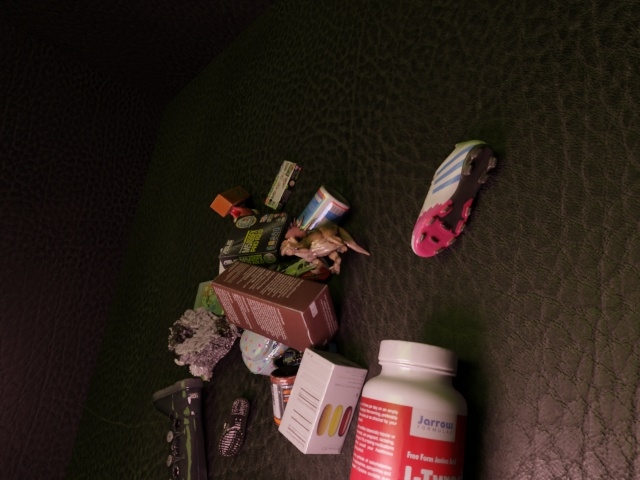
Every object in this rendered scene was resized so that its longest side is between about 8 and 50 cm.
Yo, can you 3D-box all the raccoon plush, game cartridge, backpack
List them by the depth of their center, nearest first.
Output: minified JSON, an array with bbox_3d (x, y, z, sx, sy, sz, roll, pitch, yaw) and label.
[{"bbox_3d":[-0.188,0.361,1.536,0.166,0.145,0.188,35,104,47],"label":"backpack"},{"bbox_3d":[-0.376,0.429,1.758,0.447,0.299,0.216,-1,51,17],"label":"raccoon plush"},{"bbox_3d":[-0.474,0.273,1.998,0.297,0.062,0.197,-15,57,46],"label":"game cartridge"}]

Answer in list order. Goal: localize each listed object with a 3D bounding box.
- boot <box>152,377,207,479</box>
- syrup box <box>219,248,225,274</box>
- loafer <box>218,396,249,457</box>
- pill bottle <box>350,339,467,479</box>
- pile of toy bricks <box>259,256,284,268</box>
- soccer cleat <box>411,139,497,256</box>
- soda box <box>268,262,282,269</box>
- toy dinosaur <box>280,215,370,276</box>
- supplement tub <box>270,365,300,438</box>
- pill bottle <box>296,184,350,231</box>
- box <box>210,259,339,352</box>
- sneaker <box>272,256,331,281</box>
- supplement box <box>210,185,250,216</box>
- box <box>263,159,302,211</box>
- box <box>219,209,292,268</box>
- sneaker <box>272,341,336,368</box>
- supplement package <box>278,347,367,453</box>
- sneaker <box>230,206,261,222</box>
[{"bbox_3d":[-0.556,0.808,1.771,0.367,0.146,0.444,-42,53,47],"label":"boot"},{"bbox_3d":[-0.359,0.149,1.861,0.097,0.093,0.236,-9,59,7],"label":"syrup box"},{"bbox_3d":[-0.296,0.651,1.584,0.078,0.080,0.219,171,119,-85],"label":"loafer"},{"bbox_3d":[0.190,0.432,0.966,0.229,0.229,0.407,-9,65,48],"label":"pill bottle"},{"bbox_3d":[-0.247,0.108,1.763,0.212,0.105,0.117,-17,60,46],"label":"pile of toy bricks"},{"bbox_3d":[0.334,-0.110,1.187,0.331,0.116,0.143,-59,22,7],"label":"soccer cleat"},{"bbox_3d":[-0.200,0.177,1.691,0.216,0.069,0.073,-48,29,22],"label":"soda box"},{"bbox_3d":[0.000,0.000,1.421,0.296,0.127,0.200,-8,38,6],"label":"toy dinosaur"},{"bbox_3d":[-0.090,0.485,1.348,0.106,0.106,0.197,0,98,51],"label":"supplement tub"},{"bbox_3d":[-0.008,-0.069,1.549,0.221,0.124,0.124,-52,40,18],"label":"pill bottle"},{"bbox_3d":[-0.145,0.202,1.412,0.382,0.191,0.143,14,43,35],"label":"box"},{"bbox_3d":[-0.087,0.137,1.541,0.279,0.118,0.107,-24,29,31],"label":"sneaker"},{"bbox_3d":[-0.397,-0.179,2.011,0.080,0.078,0.233,-52,1,18],"label":"supplement box"},{"bbox_3d":[-0.158,-0.229,1.885,0.114,0.036,0.206,29,95,53],"label":"box"},{"bbox_3d":[-0.233,-0.008,1.677,0.217,0.060,0.270,-5,35,12],"label":"box"},{"bbox_3d":[-0.054,0.367,1.408,0.232,0.091,0.081,-34,48,36],"label":"sneaker"},{"bbox_3d":[0.007,0.445,1.256,0.134,0.139,0.243,14,85,52],"label":"supplement package"},{"bbox_3d":[-0.296,-0.043,1.875,0.115,0.136,0.314,-57,39,15],"label":"sneaker"}]
